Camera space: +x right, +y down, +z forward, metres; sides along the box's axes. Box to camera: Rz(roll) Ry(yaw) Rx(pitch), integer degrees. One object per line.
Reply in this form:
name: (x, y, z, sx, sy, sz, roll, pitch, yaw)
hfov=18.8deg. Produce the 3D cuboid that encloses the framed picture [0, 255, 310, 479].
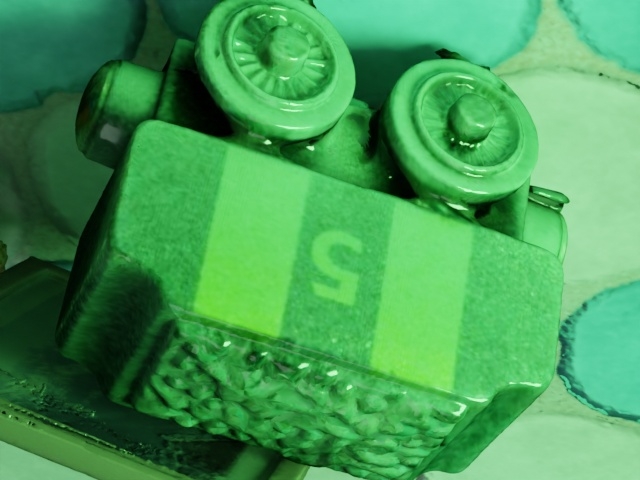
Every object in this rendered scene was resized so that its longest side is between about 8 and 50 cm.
framed picture: (-0.115, 0.085, 1.166, 0.247, 0.335, 0.022, 21, 101, 6)

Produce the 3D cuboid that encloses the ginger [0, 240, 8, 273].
ginger: (-0.290, -0.015, 1.255, 0.205, 0.081, 0.115, 15, 176, -24)

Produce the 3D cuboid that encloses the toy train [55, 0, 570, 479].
toy train: (0.000, 0.000, 1.093, 0.299, 0.238, 0.167, 17, 146, -12)
